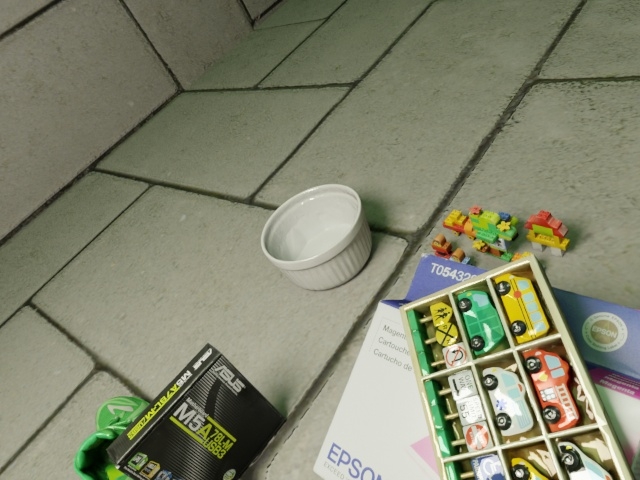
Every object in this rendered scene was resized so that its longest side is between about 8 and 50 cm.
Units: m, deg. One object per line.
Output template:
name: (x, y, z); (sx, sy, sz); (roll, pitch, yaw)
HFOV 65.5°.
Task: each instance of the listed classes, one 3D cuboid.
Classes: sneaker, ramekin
sneaker: (-0.312, 0.320, 0.782); (0.109, 0.123, 0.295); (-44, 30, -13)
ramekin: (0.000, 0.000, 0.954); (0.207, 0.109, 0.207); (-18, 39, 15)

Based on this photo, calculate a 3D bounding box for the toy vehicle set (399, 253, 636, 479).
toy vehicle set: (0.187, 0.163, 0.502); (0.166, 0.035, 0.267); (-28, 53, 26)

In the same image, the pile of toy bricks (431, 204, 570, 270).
pile of toy bricks: (0.268, -0.014, 0.796); (0.212, 0.105, 0.118); (21, 61, 45)

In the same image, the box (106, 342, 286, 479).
box: (-0.161, 0.270, 0.697); (0.184, 0.191, 0.045); (-45, 38, -19)

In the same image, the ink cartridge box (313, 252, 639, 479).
ink cartridge box: (0.177, 0.190, 0.568); (0.324, 0.071, 0.330); (16, 82, 43)
